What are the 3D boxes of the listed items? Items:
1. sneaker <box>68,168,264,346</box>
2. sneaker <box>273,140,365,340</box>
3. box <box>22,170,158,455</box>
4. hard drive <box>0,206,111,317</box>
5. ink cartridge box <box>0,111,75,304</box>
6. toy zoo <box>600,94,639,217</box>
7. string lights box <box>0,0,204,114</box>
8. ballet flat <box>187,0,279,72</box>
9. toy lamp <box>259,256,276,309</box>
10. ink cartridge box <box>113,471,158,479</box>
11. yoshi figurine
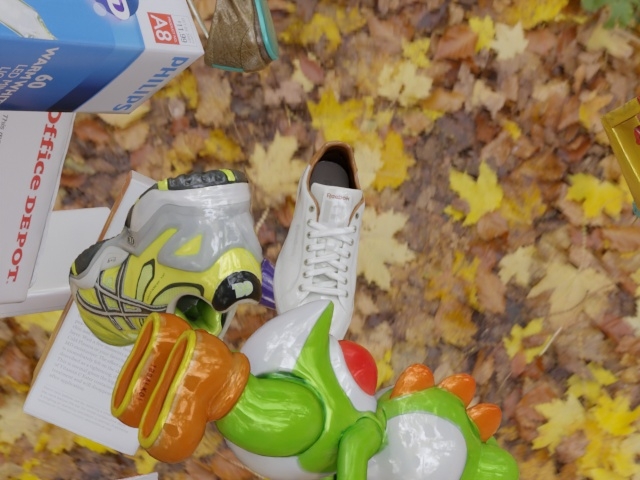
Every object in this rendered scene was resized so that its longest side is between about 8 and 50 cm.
[{"bbox_3d":[-0.178,0.061,1.215,0.145,0.385,0.147,-8,72,-27],"label":"sneaker"},{"bbox_3d":[0.000,0.000,1.425,0.106,0.123,0.290,6,62,-8],"label":"sneaker"},{"bbox_3d":[-0.268,0.093,1.574,0.168,0.215,0.345,26,91,-12],"label":"box"},{"bbox_3d":[-0.467,0.033,1.730,0.353,0.047,0.233,-7,35,-29],"label":"hard drive"},{"bbox_3d":[-0.328,-0.057,0.834,0.117,0.278,0.201,19,98,23],"label":"ink cartridge box"},{"bbox_3d":[0.325,-0.045,0.933,0.030,0.293,0.192,-26,88,-8],"label":"toy zoo"},{"bbox_3d":[-0.193,-0.137,0.539,0.260,0.077,0.133,-6,71,-48],"label":"string lights box"},{"bbox_3d":[-0.133,-0.384,1.557,0.124,0.116,0.342,-10,70,11],"label":"ballet flat"},{"bbox_3d":[-0.169,0.017,1.753,0.275,0.080,0.080,35,76,-6],"label":"toy lamp"},{"bbox_3d":[-0.367,0.424,1.464,0.296,0.066,0.261,-6,115,-26],"label":"ink cartridge box"},{"bbox_3d":[0.001,0.197,0.950,0.362,0.203,0.203,22,47,-24],"label":"yoshi figurine"}]
